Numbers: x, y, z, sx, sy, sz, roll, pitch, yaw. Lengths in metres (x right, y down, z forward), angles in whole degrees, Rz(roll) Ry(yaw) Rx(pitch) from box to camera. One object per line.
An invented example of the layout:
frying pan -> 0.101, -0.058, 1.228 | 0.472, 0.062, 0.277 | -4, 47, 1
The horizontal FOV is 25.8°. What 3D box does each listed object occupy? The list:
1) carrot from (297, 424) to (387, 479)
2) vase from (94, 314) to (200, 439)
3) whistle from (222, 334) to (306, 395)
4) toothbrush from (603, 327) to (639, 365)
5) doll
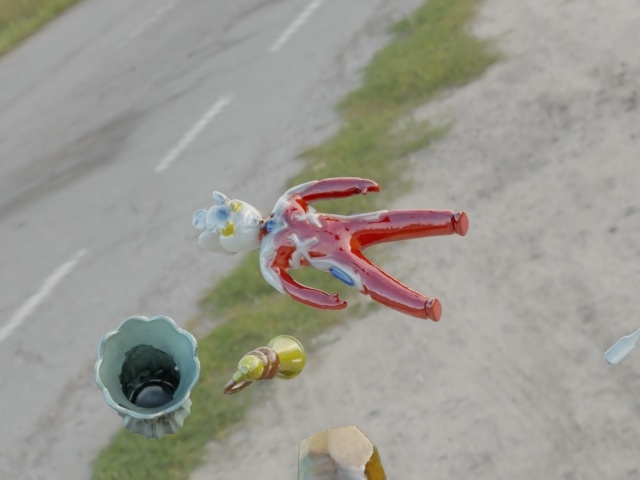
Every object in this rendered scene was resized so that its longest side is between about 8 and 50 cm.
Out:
carrot -> 0.046, 0.363, 1.598 | 0.114, 0.302, 0.114 | -14, -22, -6
vase -> -0.135, 0.116, 1.109 | 0.081, 0.081, 0.149 | -30, -13, -14
whistle -> -0.064, 0.125, 1.392 | 0.057, 0.046, 0.109 | -12, -1, 26
toothbrush -> 0.522, 0.054, 1.930 | 0.342, 0.025, 0.030 | -42, -1, 0
doll -> 0.000, 0.000, 1.874 | 0.384, 0.099, 0.188 | 8, 69, 24
